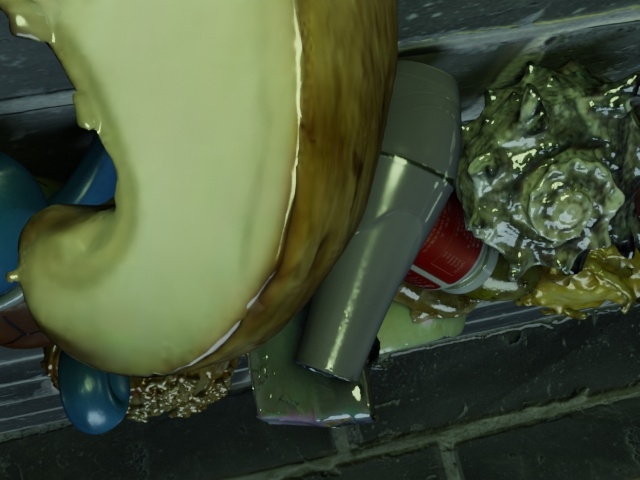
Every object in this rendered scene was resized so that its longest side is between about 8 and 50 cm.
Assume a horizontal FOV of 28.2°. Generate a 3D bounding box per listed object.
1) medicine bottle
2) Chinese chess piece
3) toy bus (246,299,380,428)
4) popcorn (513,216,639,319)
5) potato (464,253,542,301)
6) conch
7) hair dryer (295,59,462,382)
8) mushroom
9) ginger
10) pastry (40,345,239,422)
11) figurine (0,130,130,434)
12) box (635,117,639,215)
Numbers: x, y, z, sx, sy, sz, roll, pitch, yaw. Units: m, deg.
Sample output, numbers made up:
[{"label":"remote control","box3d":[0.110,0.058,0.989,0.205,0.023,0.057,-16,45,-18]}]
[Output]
[{"label":"medicine bottle","box3d":[0.115,-0.018,1.533,0.131,0.131,0.250,-20,154,27]},{"label":"Chinese chess piece","box3d":[0.045,0.103,1.924,0.349,0.147,0.349,-12,178,0]},{"label":"toy bus","box3d":[-0.023,0.037,1.290,0.137,0.317,0.112,-11,166,5]},{"label":"popcorn","box3d":[0.411,0.032,2.050,0.250,0.190,0.250,4,176,0]},{"label":"potato","box3d":[0.226,0.044,1.675,0.137,0.070,0.091,1,163,-16]},{"label":"conch","box3d":[0.259,-0.061,1.355,0.186,0.241,0.313,20,175,34]},{"label":"hair dryer","box3d":[-0.045,-0.060,1.132,0.361,0.301,0.121,23,172,-29]},{"label":"mushroom","box3d":[-0.034,-0.079,0.864,0.224,0.314,0.397,-14,174,19]},{"label":"ginger","box3d":[0.109,0.023,1.696,0.294,0.131,0.086,36,180,-38]},{"label":"pastry","box3d":[-0.278,0.194,1.939,0.310,0.162,0.255,4,171,18]},{"label":"figurine","box3d":[-0.293,0.017,1.249,0.297,0.243,0.416,-7,149,12]},{"label":"box","box3d":[0.302,-0.055,1.709,0.263,0.108,0.404,-5,165,-25]}]
